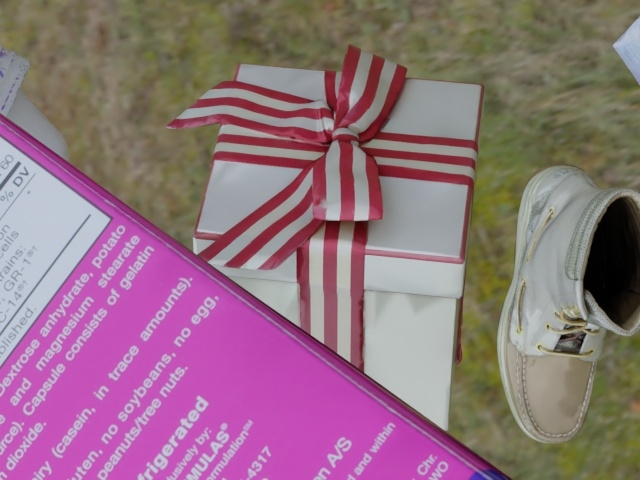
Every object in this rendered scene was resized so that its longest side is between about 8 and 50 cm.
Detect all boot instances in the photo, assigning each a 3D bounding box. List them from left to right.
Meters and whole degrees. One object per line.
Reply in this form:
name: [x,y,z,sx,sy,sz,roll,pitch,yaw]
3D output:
boot: [0.189,0.057,1.398,0.165,0.077,0.213,-146,58,-76]

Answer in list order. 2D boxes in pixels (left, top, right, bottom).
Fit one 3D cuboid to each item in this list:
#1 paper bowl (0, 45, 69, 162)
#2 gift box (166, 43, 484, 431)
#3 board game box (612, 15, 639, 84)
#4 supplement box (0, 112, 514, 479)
paper bowl: [-0.293,-0.016,1.476,0.148,0.284,0.284,26,129,-10]
gift box: [0.000,0.000,1.675,0.276,0.255,0.258,3,134,1]
board game box: [0.295,-0.156,1.584,0.090,0.020,0.090,-48,62,37]
supplement box: [-0.036,0.070,0.549,0.220,0.111,0.114,36,87,36]
